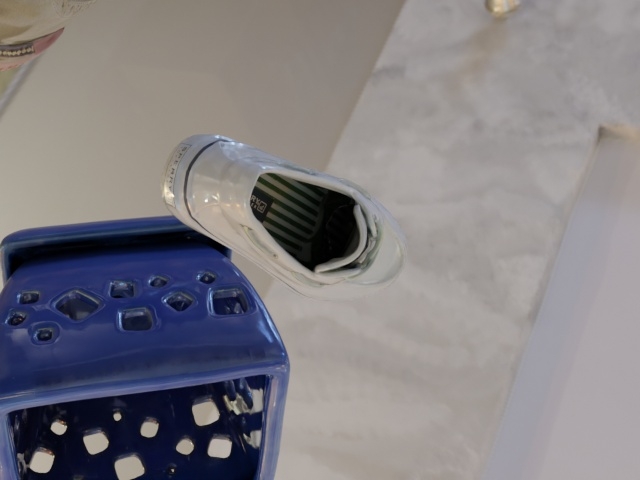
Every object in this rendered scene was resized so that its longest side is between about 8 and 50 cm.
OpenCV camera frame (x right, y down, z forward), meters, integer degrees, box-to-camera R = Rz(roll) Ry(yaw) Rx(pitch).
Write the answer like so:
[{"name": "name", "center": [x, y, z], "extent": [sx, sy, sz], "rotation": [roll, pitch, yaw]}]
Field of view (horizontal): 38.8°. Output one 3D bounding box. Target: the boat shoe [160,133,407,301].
[{"name": "boat shoe", "center": [0.000, 0.000, 0.576], "extent": [0.075, 0.226, 0.083], "rotation": [20, -88, 40]}]

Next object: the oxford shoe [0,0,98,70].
[{"name": "oxford shoe", "center": [-0.149, -0.227, 0.558], "extent": [0.146, 0.140, 0.397], "rotation": [-25, -153, 20]}]

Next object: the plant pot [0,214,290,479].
[{"name": "plant pot", "center": [-0.169, 0.109, 0.808], "extent": [0.235, 0.236, 0.212], "rotation": [-6, -133, -16]}]
